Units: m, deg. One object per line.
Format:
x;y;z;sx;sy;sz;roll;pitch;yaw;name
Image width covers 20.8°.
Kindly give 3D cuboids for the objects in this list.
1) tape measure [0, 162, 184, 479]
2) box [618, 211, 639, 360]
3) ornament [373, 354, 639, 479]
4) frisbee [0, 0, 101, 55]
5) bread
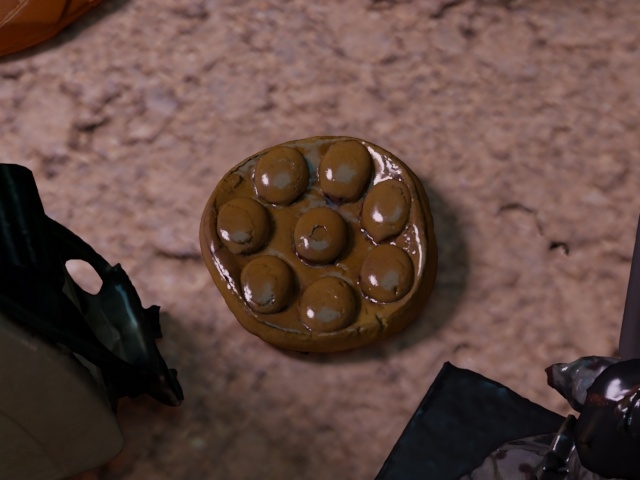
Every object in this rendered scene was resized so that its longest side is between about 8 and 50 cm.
-0.179;0.031;0.655;0.235;0.207;0.115;-18;58;-8;tape measure
0.163;-0.036;0.664;0.055;0.243;0.103;24;62;18;box
0.087;0.087;0.623;0.153;0.196;0.166;25;62;14;ornament
-0.180;-0.178;0.856;0.192;0.035;0.192;1;70;-3;frisbee
0.000;0.000;0.771;0.110;0.024;0.110;-1;59;2;bread
